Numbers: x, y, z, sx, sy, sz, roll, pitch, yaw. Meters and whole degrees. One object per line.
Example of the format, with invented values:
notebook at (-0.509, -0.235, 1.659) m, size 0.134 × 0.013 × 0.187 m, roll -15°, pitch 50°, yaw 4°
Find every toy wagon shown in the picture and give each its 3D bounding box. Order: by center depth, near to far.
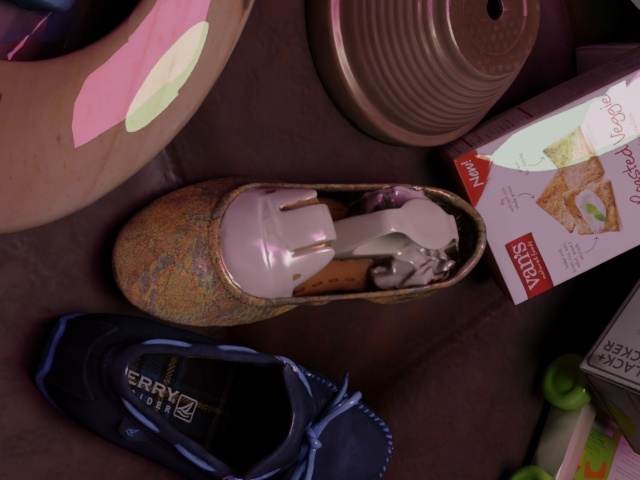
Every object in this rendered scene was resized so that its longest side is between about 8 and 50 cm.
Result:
toy wagon at (0.284, 0.278, 1.472) m, size 0.267 × 0.068 × 0.344 m, roll 33°, pitch 73°, yaw -38°

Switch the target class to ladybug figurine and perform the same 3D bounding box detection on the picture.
ladybug figurine at (-0.185, -0.208, 0.913) m, size 0.305 × 0.162 × 0.449 m, roll 18°, pitch 82°, yaw -7°

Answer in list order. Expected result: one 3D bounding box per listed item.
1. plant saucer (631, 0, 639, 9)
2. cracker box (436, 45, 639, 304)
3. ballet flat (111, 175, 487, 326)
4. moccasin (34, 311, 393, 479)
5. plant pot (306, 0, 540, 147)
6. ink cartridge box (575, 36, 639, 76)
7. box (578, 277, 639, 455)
plant saucer at (0.380, -0.258, 1.441) m, size 0.195 × 0.037 × 0.195 m, roll 17°, pitch 43°, yaw -16°
cracker box at (0.243, -0.063, 1.325) m, size 0.232 × 0.067 × 0.155 m, roll -26°, pitch 109°, yaw -1°
ballet flat at (0.000, 0.000, 1.159) m, size 0.349 × 0.123 × 0.123 m, roll -1°, pitch 95°, yaw -41°
moccasin at (-0.060, 0.149, 1.122) m, size 0.342 × 0.117 × 0.137 m, roll 18°, pitch 82°, yaw -41°
plant pot at (0.110, -0.198, 1.246) m, size 0.237 × 0.110 × 0.237 m, roll -4°, pitch 96°, yaw -40°
ink cartridge box at (0.395, -0.118, 1.500) m, size 0.273 × 0.114 × 0.197 m, roll -14°, pitch 104°, yaw -40°
box at (0.386, 0.068, 1.399) m, size 0.290 × 0.087 × 0.169 m, roll -53°, pitch 133°, yaw -15°
